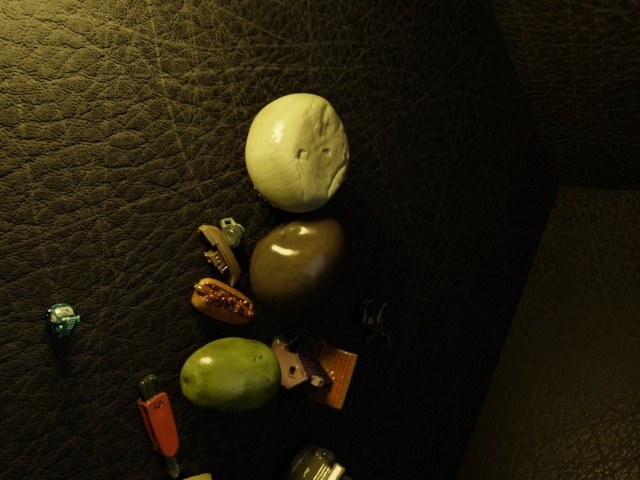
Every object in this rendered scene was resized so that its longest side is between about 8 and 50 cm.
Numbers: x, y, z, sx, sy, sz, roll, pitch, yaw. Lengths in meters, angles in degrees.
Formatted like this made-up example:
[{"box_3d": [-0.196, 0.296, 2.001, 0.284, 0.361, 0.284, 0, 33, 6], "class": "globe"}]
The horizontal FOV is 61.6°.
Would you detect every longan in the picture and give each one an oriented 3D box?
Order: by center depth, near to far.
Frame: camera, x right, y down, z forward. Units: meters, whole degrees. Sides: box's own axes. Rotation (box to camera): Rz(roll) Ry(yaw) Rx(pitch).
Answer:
[{"box_3d": [-0.058, 0.064, 1.625, 0.350, 0.288, 0.288, -50, 131, -21], "class": "longan"}]

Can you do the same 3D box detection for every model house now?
[{"box_3d": [-0.019, 0.413, 1.766, 0.237, 0.237, 0.202, 34, 74, -46], "class": "model house"}]

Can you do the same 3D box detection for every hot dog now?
[{"box_3d": [-0.277, 0.183, 1.555, 0.249, 0.076, 0.102, 37, 73, -46], "class": "hot dog"}]

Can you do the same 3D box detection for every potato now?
[{"box_3d": [-0.250, 0.387, 1.532, 0.304, 0.216, 0.215, -2, 99, -38], "class": "potato"}]

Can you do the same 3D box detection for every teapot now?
[{"box_3d": [-0.256, -0.027, 1.556, 0.088, 0.066, 0.057, 59, 31, -9], "class": "teapot"}]

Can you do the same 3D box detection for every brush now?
[{"box_3d": [-0.438, 0.512, 1.464, 0.070, 0.051, 0.323, -28, 115, -49], "class": "brush"}]

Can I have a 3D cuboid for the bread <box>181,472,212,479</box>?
[{"box_3d": [-0.433, 0.768, 1.524, 0.264, 0.163, 0.167, 10, 91, -17], "class": "bread"}]

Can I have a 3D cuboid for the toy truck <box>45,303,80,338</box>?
[{"box_3d": [-0.576, 0.183, 1.211, 0.056, 0.090, 0.073, -9, 104, -47], "class": "toy truck"}]

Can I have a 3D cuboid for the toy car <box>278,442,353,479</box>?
[{"box_3d": [0.018, 0.909, 1.912, 0.242, 0.226, 0.336, -49, 129, -30], "class": "toy car"}]

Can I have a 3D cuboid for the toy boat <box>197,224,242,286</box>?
[{"box_3d": [-0.289, 0.045, 1.527, 0.072, 0.064, 0.206, -35, 123, -21], "class": "toy boat"}]

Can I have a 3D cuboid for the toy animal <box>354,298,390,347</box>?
[{"box_3d": [0.209, 0.331, 2.126, 0.214, 0.094, 0.186, 20, 78, -41], "class": "toy animal"}]

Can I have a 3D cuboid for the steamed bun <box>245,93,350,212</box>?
[{"box_3d": [-0.084, -0.261, 1.570, 0.334, 0.233, 0.311, -52, 130, -40], "class": "steamed bun"}]
